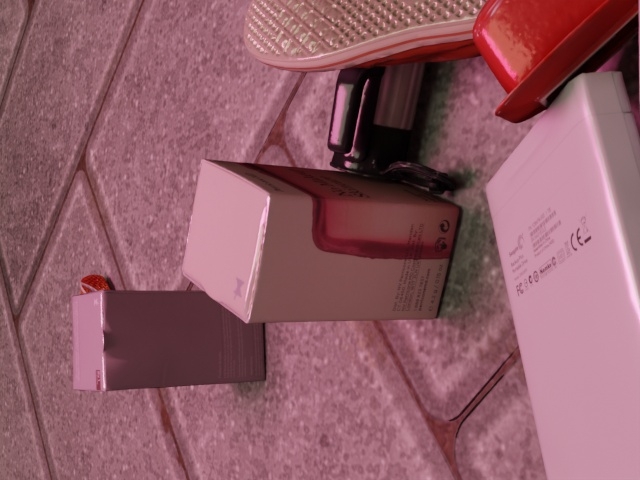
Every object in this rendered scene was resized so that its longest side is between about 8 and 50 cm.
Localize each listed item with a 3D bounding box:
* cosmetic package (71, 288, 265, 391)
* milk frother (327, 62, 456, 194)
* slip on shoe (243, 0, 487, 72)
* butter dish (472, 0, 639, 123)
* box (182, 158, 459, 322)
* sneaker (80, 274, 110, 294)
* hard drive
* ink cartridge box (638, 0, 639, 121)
[{"bbox_3d":[-0.194,0.127,1.262,0.107,0.238,0.127,-11,77,54],"label":"cosmetic package"},{"bbox_3d":[0.086,-0.126,1.021,0.143,0.129,0.135,13,102,12],"label":"milk frother"},{"bbox_3d":[0.069,-0.214,0.942,0.331,0.101,0.123,-1,75,30],"label":"slip on shoe"},{"bbox_3d":[0.176,-0.181,0.769,0.160,0.160,0.118,-43,81,16],"label":"butter dish"},{"bbox_3d":[0.000,0.000,0.996,0.148,0.232,0.127,29,111,52],"label":"box"},{"bbox_3d":[-0.372,0.132,1.694,0.175,0.064,0.067,-120,27,-46],"label":"sneaker"},{"bbox_3d":[0.215,0.080,0.767,0.233,0.047,0.353,114,149,-69],"label":"hard drive"},{"bbox_3d":[0.334,-0.102,0.588,0.303,0.072,0.307,26,142,44],"label":"ink cartridge box"}]
